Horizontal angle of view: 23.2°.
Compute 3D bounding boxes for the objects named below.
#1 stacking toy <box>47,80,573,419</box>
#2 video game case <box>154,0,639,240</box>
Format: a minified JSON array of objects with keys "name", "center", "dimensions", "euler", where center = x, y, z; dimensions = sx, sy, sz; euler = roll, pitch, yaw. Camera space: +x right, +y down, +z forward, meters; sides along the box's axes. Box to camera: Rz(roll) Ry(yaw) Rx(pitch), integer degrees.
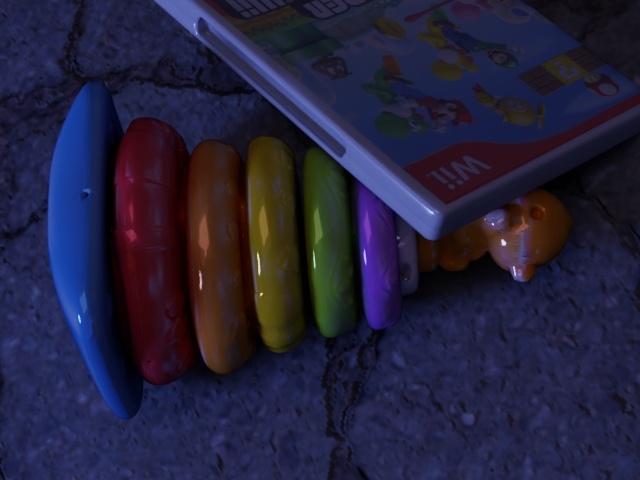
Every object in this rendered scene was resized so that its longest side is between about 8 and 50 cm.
[{"name":"stacking toy","center":[0.000,0.000,0.938],"dimensions":[0.301,0.166,0.175],"euler":[-5,64,2]},{"name":"video game case","center":[0.042,-0.128,0.975],"dimensions":[0.204,0.025,0.285],"euler":[-26,57,-36]}]
